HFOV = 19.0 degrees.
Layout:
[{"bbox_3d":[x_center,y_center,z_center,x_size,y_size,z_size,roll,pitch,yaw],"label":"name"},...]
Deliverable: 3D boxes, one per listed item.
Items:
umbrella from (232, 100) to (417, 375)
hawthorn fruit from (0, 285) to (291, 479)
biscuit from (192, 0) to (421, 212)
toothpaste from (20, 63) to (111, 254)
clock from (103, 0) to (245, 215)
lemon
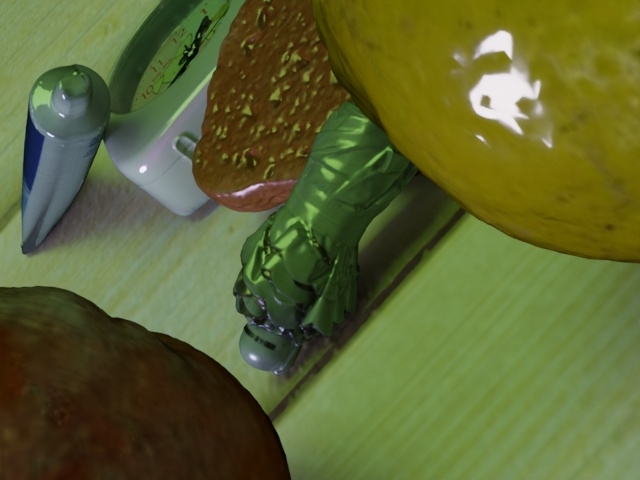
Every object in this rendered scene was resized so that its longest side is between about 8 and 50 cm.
[{"bbox_3d":[0.000,0.000,0.941,0.067,0.062,0.143,31,99,30],"label":"umbrella"},{"bbox_3d":[-0.128,0.132,0.784,0.231,0.235,0.263,-34,33,26],"label":"hawthorn fruit"},{"bbox_3d":[0.018,-0.110,1.026,0.192,0.036,0.186,-11,63,38],"label":"biscuit"},{"bbox_3d":[-0.163,-0.056,1.194,0.268,0.047,0.069,128,132,-72],"label":"toothpaste"},{"bbox_3d":[-0.072,-0.109,1.186,0.151,0.062,0.191,-48,26,7],"label":"clock"},{"bbox_3d":[0.147,-0.126,0.653,0.316,0.285,0.285,2,57,49],"label":"lemon"}]
